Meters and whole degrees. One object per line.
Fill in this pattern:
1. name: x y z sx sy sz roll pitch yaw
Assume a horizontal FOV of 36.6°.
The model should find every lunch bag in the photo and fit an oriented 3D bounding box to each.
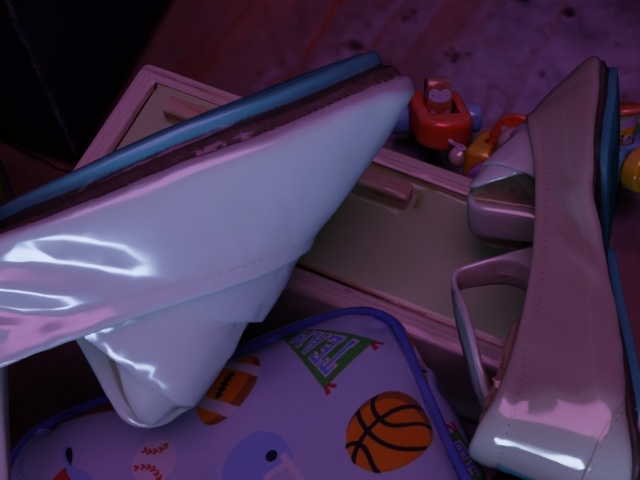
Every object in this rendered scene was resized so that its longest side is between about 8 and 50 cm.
1. lunch bag: -0.029 0.176 0.411 0.243 0.115 0.303 -23 41 2

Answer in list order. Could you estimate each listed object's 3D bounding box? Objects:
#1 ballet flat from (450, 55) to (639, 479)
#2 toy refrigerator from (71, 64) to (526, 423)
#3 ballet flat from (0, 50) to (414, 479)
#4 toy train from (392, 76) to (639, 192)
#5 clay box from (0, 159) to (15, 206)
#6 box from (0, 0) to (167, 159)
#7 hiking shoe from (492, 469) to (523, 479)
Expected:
1. ballet flat: 0.101 0.002 0.444 0.086 0.086 0.248 6 47 6
2. toy refrigerator: 0.000 0.000 0.549 0.269 0.094 0.102 21 64 13
3. ballet flat: -0.132 0.040 0.419 0.400 0.139 0.139 -21 65 -11
4. toy train: 0.128 -0.072 0.580 0.166 0.046 0.125 0 31 -2
5. clay box: -0.210 -0.042 0.511 0.053 0.222 0.127 -23 64 -8
6. box: -0.292 -0.378 0.639 0.480 0.297 0.471 19 65 11
7. hiking shoe: 0.172 0.164 0.464 0.114 0.086 0.227 -19 83 -45
